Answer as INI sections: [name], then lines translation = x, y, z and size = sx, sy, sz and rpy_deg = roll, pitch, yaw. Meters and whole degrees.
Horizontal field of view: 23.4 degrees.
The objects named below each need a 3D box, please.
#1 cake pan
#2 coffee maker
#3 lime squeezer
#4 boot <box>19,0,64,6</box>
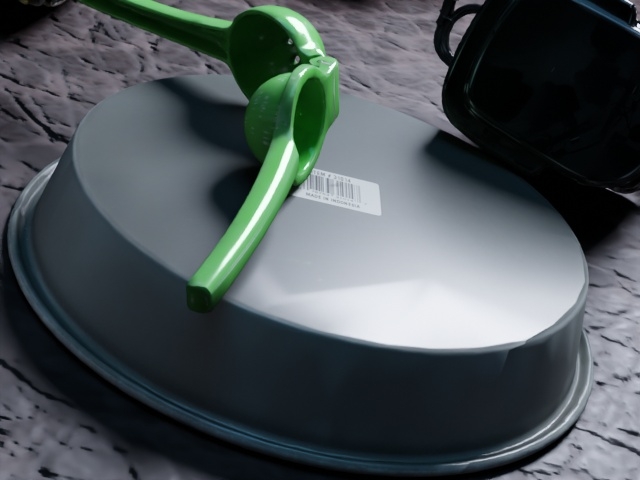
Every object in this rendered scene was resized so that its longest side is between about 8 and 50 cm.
[cake pan]
translation = 0.000, 0.000, 0.745
size = 0.293, 0.054, 0.293
rpy_deg = 13, 28, -7
[coffee maker]
translation = 0.128, -0.092, 0.883
size = 0.171, 0.120, 0.178
rpy_deg = 9, 4, 16
[lime squeezer]
translation = -0.040, -0.070, 0.731
size = 0.110, 0.059, 0.310
rpy_deg = 5, 31, -22
[boot]
translation = -0.253, -0.195, 0.911
size = 0.229, 0.091, 0.263
rpy_deg = 23, 26, 11
